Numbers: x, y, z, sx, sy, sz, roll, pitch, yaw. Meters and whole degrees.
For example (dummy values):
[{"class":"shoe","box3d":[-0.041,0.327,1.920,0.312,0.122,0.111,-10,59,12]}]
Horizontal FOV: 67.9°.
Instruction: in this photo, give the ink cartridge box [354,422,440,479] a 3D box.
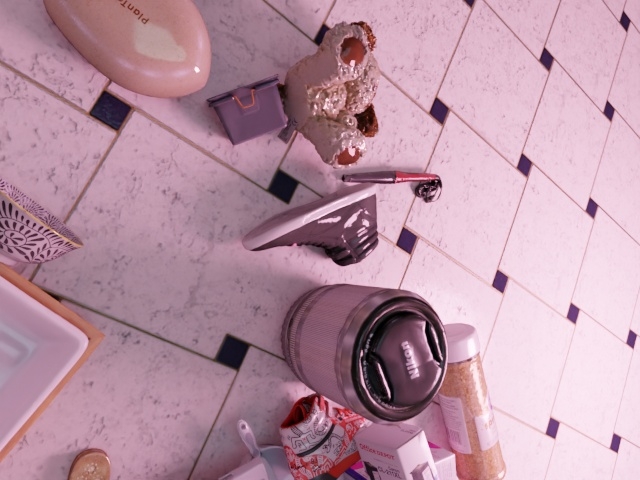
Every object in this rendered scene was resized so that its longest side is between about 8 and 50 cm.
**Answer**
[{"class":"ink cartridge box","box3d":[0.146,0.427,0.859,0.072,0.127,0.175,-19,91,-33]}]

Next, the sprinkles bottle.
[{"class":"sprinkles bottle","box3d":[0.334,0.376,1.097,0.121,0.121,0.356,-18,98,-29]}]

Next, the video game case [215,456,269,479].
[{"class":"video game case","box3d":[-0.165,0.519,0.825,0.206,0.026,0.227,-22,111,-22]}]

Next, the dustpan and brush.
[{"class":"dustpan and brush","box3d":[-0.113,0.409,0.873,0.147,0.060,0.211,-30,104,-27]}]

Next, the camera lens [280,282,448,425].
[{"class":"camera lens","box3d":[0.073,0.191,0.863,0.219,0.274,0.220,1,88,-30]}]

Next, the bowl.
[{"class":"bowl","box3d":[-0.425,-0.019,0.651,0.170,0.170,0.080,45,77,-21]}]

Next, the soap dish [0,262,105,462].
[{"class":"soap dish","box3d":[-0.483,0.178,0.635,0.229,0.118,0.291,44,68,-22]}]

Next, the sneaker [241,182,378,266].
[{"class":"sneaker","box3d":[0.000,0.000,0.926,0.295,0.104,0.147,-23,108,-23]}]

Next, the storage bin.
[{"class":"storage bin","box3d":[-0.123,-0.231,0.851,0.135,0.098,0.091,-21,111,-1]}]

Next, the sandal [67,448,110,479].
[{"class":"sandal","box3d":[-0.356,0.452,0.722,0.088,0.079,0.240,3,87,-30]}]

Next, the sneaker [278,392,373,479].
[{"class":"sneaker","box3d":[0.038,0.355,0.936,0.270,0.090,0.145,-22,89,-41]}]

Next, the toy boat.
[{"class":"toy boat","box3d":[-0.256,-0.388,0.781,0.267,0.148,0.318,44,76,-16]}]

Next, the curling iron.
[{"class":"curling iron","box3d":[0.170,-0.128,1.064,0.273,0.035,0.068,3,87,-30]}]

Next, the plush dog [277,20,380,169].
[{"class":"plush dog","box3d":[0.034,-0.300,0.935,0.225,0.210,0.263,-33,133,-41]}]

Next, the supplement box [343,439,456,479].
[{"class":"supplement box","box3d":[0.172,0.517,1.005,0.219,0.111,0.114,-7,92,-29]}]
